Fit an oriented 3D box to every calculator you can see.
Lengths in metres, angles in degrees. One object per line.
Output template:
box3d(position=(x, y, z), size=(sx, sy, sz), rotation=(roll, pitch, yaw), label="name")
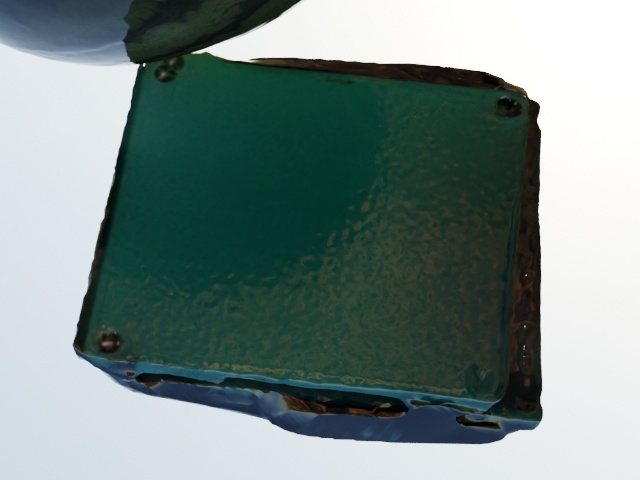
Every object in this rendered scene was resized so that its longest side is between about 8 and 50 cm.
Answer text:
box3d(position=(0.000, 0.000, 1.149), size=(0.274, 0.058, 0.248), rotation=(4, -122, 2), label="calculator")

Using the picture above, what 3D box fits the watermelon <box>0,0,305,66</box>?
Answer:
box3d(position=(-0.101, -0.245, 1.106), size=(0.279, 0.359, 0.279), rotation=(14, -108, -49), label="watermelon")
